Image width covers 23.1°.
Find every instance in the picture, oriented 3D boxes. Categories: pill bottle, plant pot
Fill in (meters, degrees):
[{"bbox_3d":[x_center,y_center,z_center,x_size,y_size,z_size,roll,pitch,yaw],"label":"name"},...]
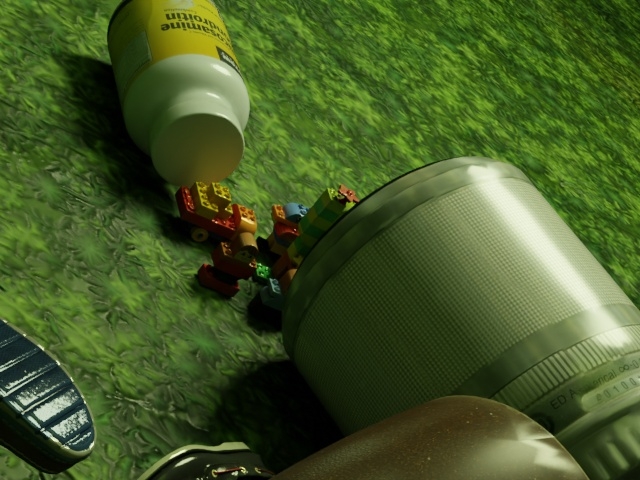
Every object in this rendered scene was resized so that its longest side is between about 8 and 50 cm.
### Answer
[{"bbox_3d":[-0.115,-0.127,1.290,0.103,0.103,0.184,23,29,-32],"label":"pill bottle"},{"bbox_3d":[0.006,0.204,0.818,0.230,0.215,0.215,-6,49,-40],"label":"plant pot"}]

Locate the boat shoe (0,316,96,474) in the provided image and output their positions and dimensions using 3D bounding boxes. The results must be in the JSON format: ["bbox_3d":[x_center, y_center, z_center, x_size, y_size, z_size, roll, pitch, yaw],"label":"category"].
[{"bbox_3d":[-0.203,0.073,0.871,0.183,0.066,0.066,40,22,14],"label":"boat shoe"}]

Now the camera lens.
[{"bbox_3d":[0.119,0.094,1.105,0.219,0.219,0.274,5,42,-51],"label":"camera lens"}]

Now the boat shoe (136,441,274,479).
[{"bbox_3d":[-0.071,0.152,0.947,0.042,0.049,0.133,42,19,24],"label":"boat shoe"}]

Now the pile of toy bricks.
[{"bbox_3d":[0.000,0.000,1.234,0.212,0.105,0.118,23,29,-32],"label":"pile of toy bricks"}]
